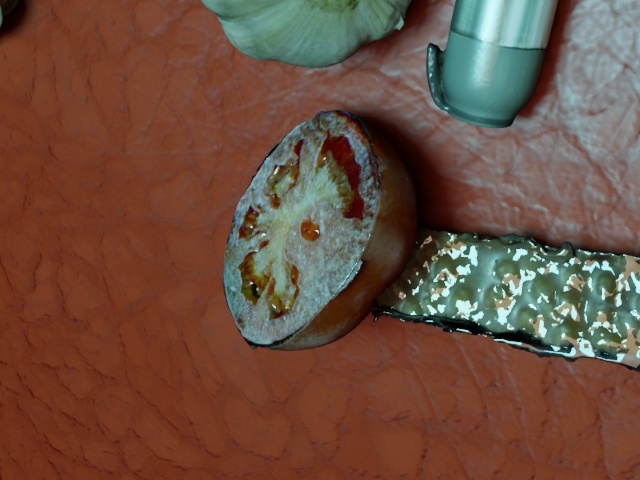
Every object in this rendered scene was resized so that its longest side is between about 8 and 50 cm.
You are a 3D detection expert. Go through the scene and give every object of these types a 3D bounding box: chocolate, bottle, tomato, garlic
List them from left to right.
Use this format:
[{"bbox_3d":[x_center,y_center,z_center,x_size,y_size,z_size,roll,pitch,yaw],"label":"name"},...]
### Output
[{"bbox_3d":[-0.022,-0.267,0.778,0.219,0.218,0.212,-65,34,27],"label":"garlic"},{"bbox_3d":[0.002,-0.001,0.838,0.225,0.085,0.225,-26,53,41],"label":"tomato"},{"bbox_3d":[0.145,-0.218,0.728,0.096,0.079,0.254,10,112,1],"label":"bottle"},{"bbox_3d":[0.196,0.047,0.798,0.329,0.065,0.102,9,95,26],"label":"chocolate"}]

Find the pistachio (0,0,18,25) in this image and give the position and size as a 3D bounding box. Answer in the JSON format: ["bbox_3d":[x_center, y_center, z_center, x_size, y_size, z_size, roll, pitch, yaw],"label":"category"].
[{"bbox_3d":[-0.432,-0.283,1.016,0.223,0.126,0.152,5,141,24],"label":"pistachio"}]
